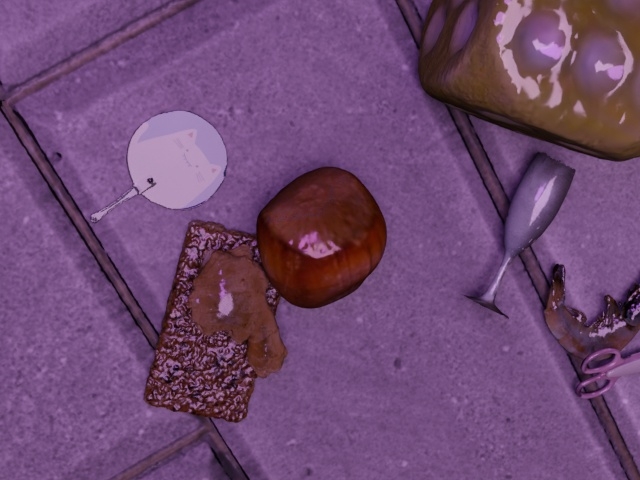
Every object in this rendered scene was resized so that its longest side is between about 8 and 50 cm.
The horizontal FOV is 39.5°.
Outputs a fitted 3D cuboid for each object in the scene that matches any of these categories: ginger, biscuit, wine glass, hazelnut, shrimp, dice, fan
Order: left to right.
[{"bbox_3d":[-0.187,-0.072,1.008,0.175,0.005,0.113,-35,105,-2],"label":"fan"},{"bbox_3d":[-0.120,0.098,1.045,0.131,0.025,0.231,13,99,-13],"label":"biscuit"},{"bbox_3d":[-0.094,0.088,0.998,0.096,0.067,0.165,-28,105,-29],"label":"ginger"},{"bbox_3d":[0.000,0.000,0.995,0.150,0.150,0.150,-2,101,-10],"label":"hazelnut"},{"bbox_3d":[0.242,-0.007,1.070,0.066,0.066,0.198,25,95,-14],"label":"wine glass"},{"bbox_3d":[0.254,-0.222,0.942,0.238,0.233,0.227,17,98,-12],"label":"dice"},{"bbox_3d":[0.363,0.056,1.122,0.148,0.035,0.195,37,95,-13],"label":"shrimp"}]

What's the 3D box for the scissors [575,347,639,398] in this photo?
[{"bbox_3d":[0.410,0.157,1.149,0.176,0.022,0.085,-12,128,-13],"label":"scissors"}]
